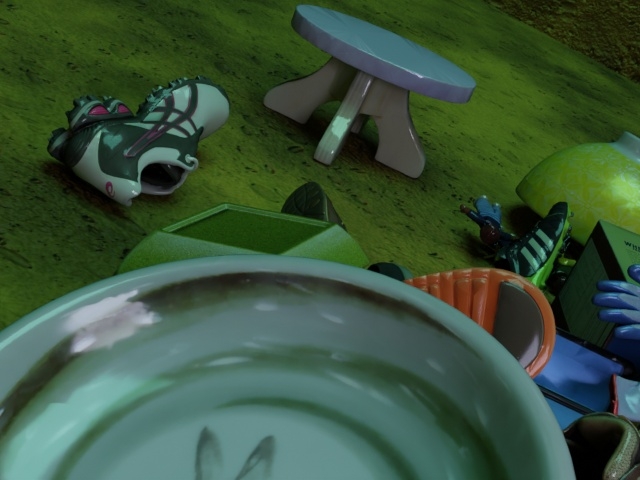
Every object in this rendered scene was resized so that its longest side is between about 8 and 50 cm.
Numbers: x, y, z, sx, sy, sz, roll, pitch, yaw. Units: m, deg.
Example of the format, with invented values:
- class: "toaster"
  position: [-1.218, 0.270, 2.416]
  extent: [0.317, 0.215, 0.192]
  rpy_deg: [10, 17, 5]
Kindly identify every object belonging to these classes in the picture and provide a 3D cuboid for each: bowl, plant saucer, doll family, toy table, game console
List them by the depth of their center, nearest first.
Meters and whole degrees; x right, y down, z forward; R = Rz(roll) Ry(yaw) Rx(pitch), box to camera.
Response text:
- class: "plant saucer"
  position: [-0.053, 0.164, 0.652]
  extent: [0.401, 0.100, 0.400]
  rpy_deg: [-1, 37, 1]
- class: "plant saucer"
  position: [-0.070, 0.007, 1.046]
  extent: [0.188, 0.045, 0.188]
  rpy_deg: [11, 19, 23]
- class: "game console"
  position: [0.255, 0.152, 1.102]
  extent: [0.122, 0.071, 0.107]
  rpy_deg: [25, 24, 1]
- class: "doll family"
  position: [0.264, 0.008, 1.415]
  extent: [0.193, 0.076, 0.111]
  rpy_deg: [19, 28, 0]
- class: "bowl"
  position: [0.441, -0.062, 1.555]
  extent: [0.290, 0.156, 0.289]
  rpy_deg: [28, 15, -8]
- class: "toy table"
  position: [0.063, -0.210, 1.556]
  extent: [0.274, 0.160, 0.252]
  rpy_deg: [31, 25, 15]

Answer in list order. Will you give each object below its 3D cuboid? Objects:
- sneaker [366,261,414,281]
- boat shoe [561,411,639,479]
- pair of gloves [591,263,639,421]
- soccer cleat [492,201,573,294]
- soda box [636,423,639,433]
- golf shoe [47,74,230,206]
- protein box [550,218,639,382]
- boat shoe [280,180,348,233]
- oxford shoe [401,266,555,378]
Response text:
- class: "sneaker"
  position: [0.022, 0.069, 1.038]
  extent: [0.118, 0.083, 0.222]
  rpy_deg: [21, 25, -7]
- class: "boat shoe"
  position: [0.232, 0.207, 0.902]
  extent: [0.342, 0.123, 0.123]
  rpy_deg: [18, 25, -15]
- class: "pair of gloves"
  position: [0.350, 0.113, 1.082]
  extent: [0.159, 0.023, 0.198]
  rpy_deg: [11, 57, -14]
- class: "soccer cleat"
  position: [0.255, 0.014, 1.321]
  extent: [0.072, 0.060, 0.179]
  rpy_deg: [23, 58, 13]
- class: "soda box"
  position: [0.369, 0.249, 1.027]
  extent: [0.181, 0.058, 0.061]
  rpy_deg: [32, 25, 14]
- class: "golf shoe"
  position: [-0.179, -0.105, 1.216]
  extent: [0.120, 0.105, 0.273]
  rpy_deg: [47, 35, 11]
- class: "protein box"
  position: [0.395, 0.105, 1.251]
  extent: [0.200, 0.136, 0.201]
  rpy_deg: [21, 25, -7]
- class: "boat shoe"
  position: [0.000, 0.000, 1.199]
  extent: [0.060, 0.064, 0.178]
  rpy_deg: [47, 13, -34]
- class: "oxford shoe"
  position: [-0.001, 0.091, 0.886]
  extent: [0.364, 0.129, 0.133]
  rpy_deg: [1, -9, 2]
